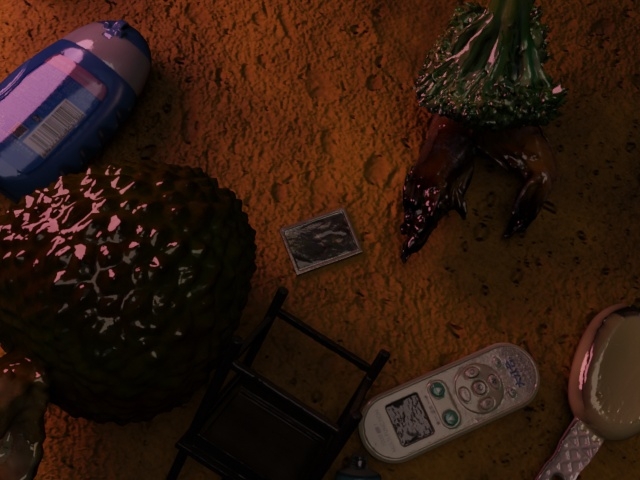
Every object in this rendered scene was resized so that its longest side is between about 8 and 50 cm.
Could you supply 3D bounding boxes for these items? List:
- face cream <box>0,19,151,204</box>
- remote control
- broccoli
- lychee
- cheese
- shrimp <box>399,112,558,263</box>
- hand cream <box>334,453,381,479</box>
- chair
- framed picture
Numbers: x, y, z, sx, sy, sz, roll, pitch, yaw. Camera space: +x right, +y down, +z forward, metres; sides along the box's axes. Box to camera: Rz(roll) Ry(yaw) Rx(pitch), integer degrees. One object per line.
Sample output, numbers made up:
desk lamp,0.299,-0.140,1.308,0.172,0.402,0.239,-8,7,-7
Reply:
face cream,-0.316,-0.171,0.813,0.149,0.083,0.264,35,72,7
remote control,0.145,0.183,0.748,0.221,0.042,0.078,-21,75,-10
broccoli,0.219,-0.232,0.776,0.194,0.194,0.220,40,46,9
lychee,-0.204,0.057,0.651,0.320,0.270,0.270,-20,73,-24
cheese,0.318,0.195,0.750,0.127,0.054,0.251,40,74,9
shrimp,0.203,-0.077,0.830,0.178,0.075,0.289,23,57,6
hand cream,0.037,0.341,0.691,0.083,0.048,0.224,5,77,-2
chair,-0.056,0.207,0.683,0.155,0.141,0.260,31,116,7
framed picture,0.000,0.000,0.818,0.089,0.006,0.066,-19,74,-10
